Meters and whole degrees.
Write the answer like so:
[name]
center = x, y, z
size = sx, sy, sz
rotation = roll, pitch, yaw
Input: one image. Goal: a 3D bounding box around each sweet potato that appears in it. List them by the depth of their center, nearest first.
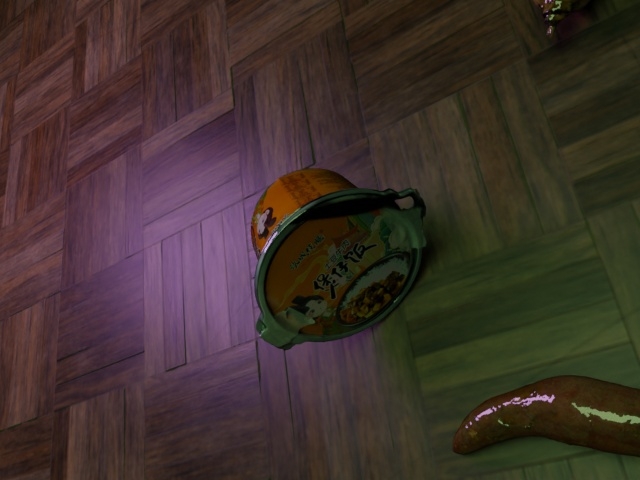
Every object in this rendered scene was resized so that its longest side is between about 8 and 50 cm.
[sweet potato]
center = 0.219, 0.148, 0.499
size = 0.255, 0.058, 0.078
rotation = -7, 89, 38

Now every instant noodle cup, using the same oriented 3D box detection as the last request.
[instant noodle cup]
center = 0.000, 0.000, 0.653
size = 0.208, 0.178, 0.125
rotation = -32, 39, -3

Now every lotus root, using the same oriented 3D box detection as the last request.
[lotus root]
center = 0.256, -0.277, 0.633
size = 0.072, 0.063, 0.152
rotation = 5, 74, 57
